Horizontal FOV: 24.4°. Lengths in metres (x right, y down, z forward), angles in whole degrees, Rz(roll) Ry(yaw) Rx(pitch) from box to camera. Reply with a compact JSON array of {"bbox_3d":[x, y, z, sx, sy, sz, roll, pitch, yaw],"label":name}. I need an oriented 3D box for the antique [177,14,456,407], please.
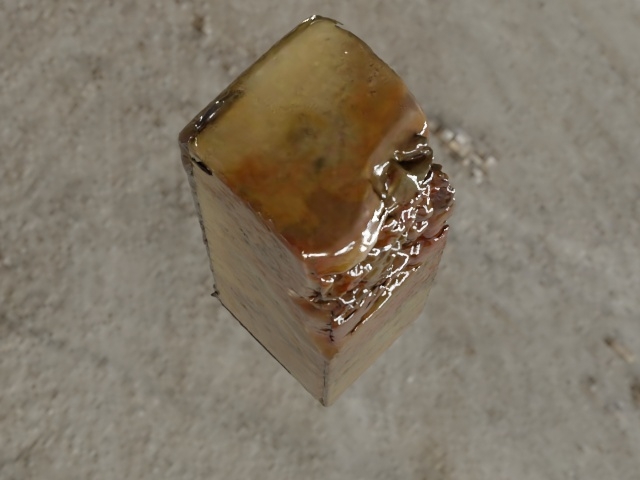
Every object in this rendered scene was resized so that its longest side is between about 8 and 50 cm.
[{"bbox_3d":[0.000,0.000,0.722,0.093,0.087,0.310,44,-11,10],"label":"antique"}]
